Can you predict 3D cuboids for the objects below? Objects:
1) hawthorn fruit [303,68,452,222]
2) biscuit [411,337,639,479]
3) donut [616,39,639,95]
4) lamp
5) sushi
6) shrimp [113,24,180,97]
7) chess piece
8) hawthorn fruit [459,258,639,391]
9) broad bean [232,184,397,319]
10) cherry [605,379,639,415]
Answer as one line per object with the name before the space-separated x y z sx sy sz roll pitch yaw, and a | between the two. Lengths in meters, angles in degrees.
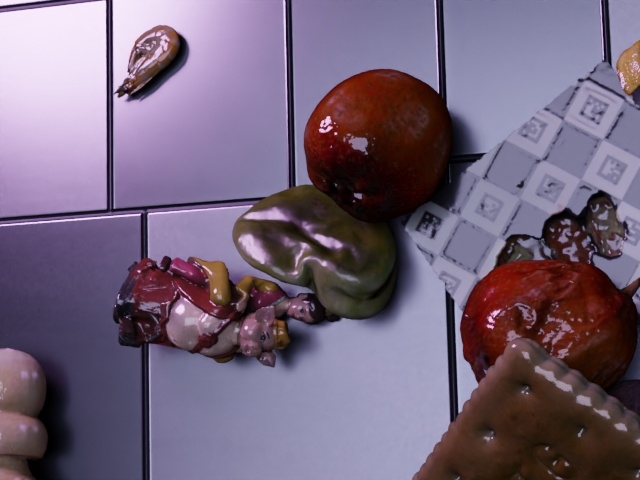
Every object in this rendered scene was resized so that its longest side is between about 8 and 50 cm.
hawthorn fruit | 0.072 -0.116 1.789 0.169 0.169 0.188 23 62 19
biscuit | 0.214 0.253 1.637 0.217 0.044 0.325 36 134 6
donut | 0.363 -0.195 1.753 0.083 0.038 0.067 -3 59 -18
lamp | -0.108 0.087 1.845 0.253 0.118 0.118 11 86 10
sushi | 0.274 -0.006 1.772 0.290 0.050 0.264 -37 74 10
shrimp | -0.216 -0.221 1.971 0.108 0.023 0.059 -40 64 9
chess piece | -0.382 0.257 1.902 0.142 0.143 0.261 -5 77 16
hawthorn fruit | 0.233 0.098 1.658 0.179 0.173 0.174 -3 81 31
broad bean | 0.000 0.002 1.833 0.206 0.072 0.153 36 56 25
cherry | 0.343 0.225 1.662 0.176 0.140 0.176 12 114 27
